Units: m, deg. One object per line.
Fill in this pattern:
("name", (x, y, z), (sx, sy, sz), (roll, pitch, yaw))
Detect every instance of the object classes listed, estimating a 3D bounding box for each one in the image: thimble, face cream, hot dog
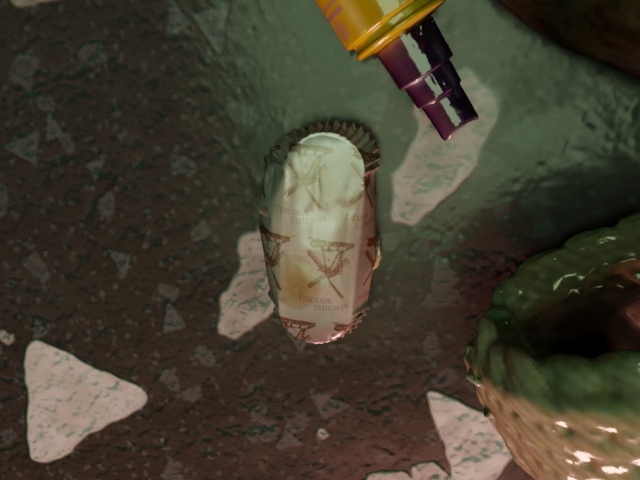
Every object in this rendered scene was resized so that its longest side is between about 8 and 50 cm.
("thimble", (0.216, 0.085, 0.365), (0.219, 0.219, 0.150), (-26, 102, 15))
("face cream", (0.025, -0.190, 0.372), (0.078, 0.078, 0.273), (-32, 100, 16))
("hot dog", (0.000, 0.000, 0.450), (0.099, 0.053, 0.192), (2, 110, 8))

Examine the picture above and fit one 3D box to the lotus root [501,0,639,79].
("lotus root", (0.217, -0.177, 0.307), (0.314, 0.210, 0.142), (35, 97, 10))
